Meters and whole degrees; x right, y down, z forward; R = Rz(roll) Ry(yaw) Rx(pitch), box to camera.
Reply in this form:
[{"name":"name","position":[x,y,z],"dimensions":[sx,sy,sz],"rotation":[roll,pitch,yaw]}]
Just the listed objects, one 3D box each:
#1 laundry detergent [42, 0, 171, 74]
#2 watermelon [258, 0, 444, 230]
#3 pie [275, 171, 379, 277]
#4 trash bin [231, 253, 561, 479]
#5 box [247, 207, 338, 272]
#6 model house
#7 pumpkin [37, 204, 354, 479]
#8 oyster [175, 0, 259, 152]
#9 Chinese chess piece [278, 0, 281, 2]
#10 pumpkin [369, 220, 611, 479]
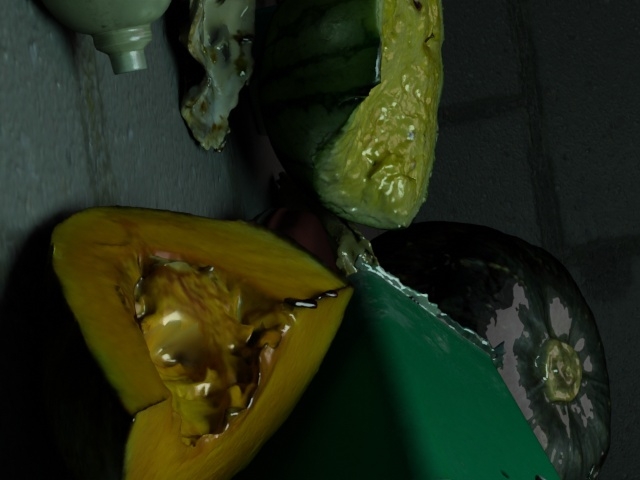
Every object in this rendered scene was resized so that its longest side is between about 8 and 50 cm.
[{"name":"laundry detergent","position":[-0.162,-0.245,0.762],"dimensions":[0.181,0.091,0.254],"rotation":[-78,156,-78]},{"name":"watermelon","position":[0.027,-0.185,1.198],"dimensions":[0.331,0.189,0.331],"rotation":[4,90,-78]},{"name":"pie","position":[0.000,0.000,1.314],"dimensions":[0.282,0.068,0.129],"rotation":[-132,-155,-64]},{"name":"trash bin","position":[0.069,0.199,0.791],"dimensions":[0.259,0.295,0.381],"rotation":[35,21,-25]},{"name":"box","position":[-0.016,0.167,1.114],"dimensions":[0.263,0.108,0.404],"rotation":[-67,146,-75]},{"name":"model house","position":[-0.044,-0.228,1.366],"dimensions":[0.127,0.100,0.149],"rotation":[-86,161,-53]},{"name":"pumpkin","position":[-0.117,0.078,0.701],"dimensions":[0.312,0.169,0.148],"rotation":[-23,136,-67]},{"name":"oyster","position":[-0.114,-0.236,1.061],"dimensions":[0.166,0.093,0.295],"rotation":[-4,102,-84]},{"name":"Chinese chess piece","position":[0.004,-0.391,1.750],"dimensions":[0.270,0.112,0.270],"rotation":[-11,90,-79]},{"name":"pumpkin","position":[0.182,0.188,1.429],"dimensions":[0.454,0.344,0.455],"rotation":[20,62,-42]}]
